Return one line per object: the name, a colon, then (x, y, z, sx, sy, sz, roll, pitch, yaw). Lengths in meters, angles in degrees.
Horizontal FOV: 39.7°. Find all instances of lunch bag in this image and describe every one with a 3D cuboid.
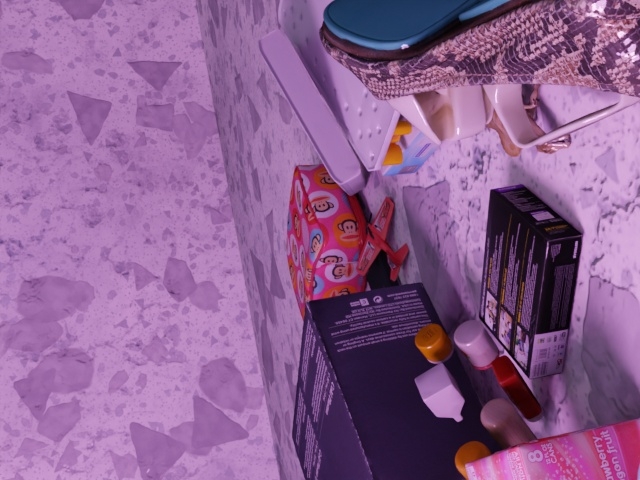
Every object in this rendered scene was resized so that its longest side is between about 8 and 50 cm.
lunch bag: (0.000, 0.000, 1.685, 0.293, 0.120, 0.258, 97, 159, -47)

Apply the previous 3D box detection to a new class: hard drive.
hard drive: (-0.004, -0.185, 1.394, 0.233, 0.047, 0.353, 60, -177, 2)
hard drive: (0.113, 0.089, 1.504, 0.094, 0.022, 0.135, 101, 156, -51)

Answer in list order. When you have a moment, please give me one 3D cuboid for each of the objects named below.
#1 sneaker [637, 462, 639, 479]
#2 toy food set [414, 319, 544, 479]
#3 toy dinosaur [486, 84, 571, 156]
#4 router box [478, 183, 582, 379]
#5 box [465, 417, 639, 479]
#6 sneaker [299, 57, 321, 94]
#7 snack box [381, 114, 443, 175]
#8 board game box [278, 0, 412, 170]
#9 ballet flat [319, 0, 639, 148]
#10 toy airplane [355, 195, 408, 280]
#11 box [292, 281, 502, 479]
sneaker: (0.315, 0.233, 0.675, 0.150, 0.135, 0.366, -159, 70, -82)
toy food set: (0.194, 0.193, 1.046, 0.104, 0.111, 0.232, 51, -170, -33)
toy dinosaur: (0.206, -0.139, 0.978, 0.183, 0.053, 0.093, -138, 41, -67)
router box: (0.231, 0.044, 0.998, 0.133, 0.046, 0.179, -122, 28, -57)
box: (0.264, 0.335, 0.836, 0.142, 0.154, 0.300, 119, 141, -66)
sneaker: (0.023, -0.332, 1.515, 0.118, 0.107, 0.279, 61, 165, 5)
snack box: (0.105, -0.275, 1.258, 0.187, 0.060, 0.322, 130, 130, -67)
board game box: (0.064, -0.359, 1.170, 0.390, 0.050, 0.390, 108, 147, -42)
ballet flat: (0.159, -0.172, 0.850, 0.483, 0.164, 0.182, 13, 133, 59)
toy airplane: (0.105, 0.006, 1.460, 0.151, 0.028, 0.151, -172, 90, -65)
box: (0.091, 0.294, 1.239, 0.343, 0.179, 0.312, 97, 160, -45)
